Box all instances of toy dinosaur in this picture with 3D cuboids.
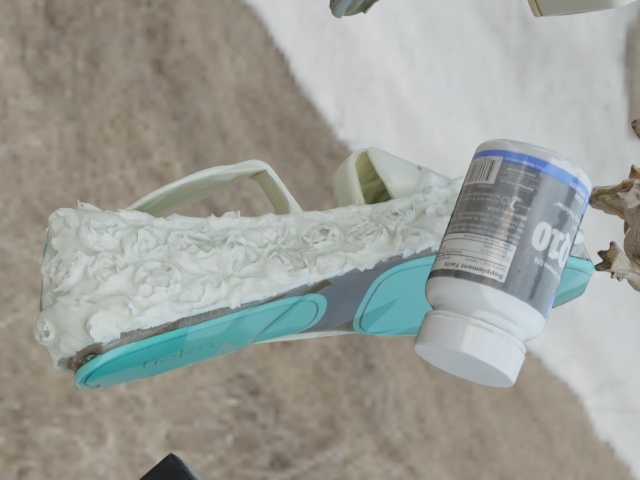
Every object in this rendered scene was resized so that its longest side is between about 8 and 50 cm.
[{"bbox_3d":[0.328,0.012,1.490,0.127,0.296,0.200,-50,150,19],"label":"toy dinosaur"}]

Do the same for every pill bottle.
[{"bbox_3d":[0.109,0.015,1.105,0.137,0.078,0.078,-69,157,-15],"label":"pill bottle"}]

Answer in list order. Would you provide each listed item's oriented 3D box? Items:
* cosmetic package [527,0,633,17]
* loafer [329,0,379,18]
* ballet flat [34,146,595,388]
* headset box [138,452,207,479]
[{"bbox_3d":[0.137,-0.283,0.899,0.310,0.160,0.113,68,-13,-9],"label":"cosmetic package"},{"bbox_3d":[0.079,-0.274,1.615,0.251,0.087,0.094,133,-37,-56],"label":"loafer"},{"bbox_3d":[0.000,0.000,1.239,0.147,0.408,0.147,172,-90,-67],"label":"ballet flat"},{"bbox_3d":[-0.095,0.338,1.236,0.246,0.283,0.131,-42,141,0],"label":"headset box"}]
